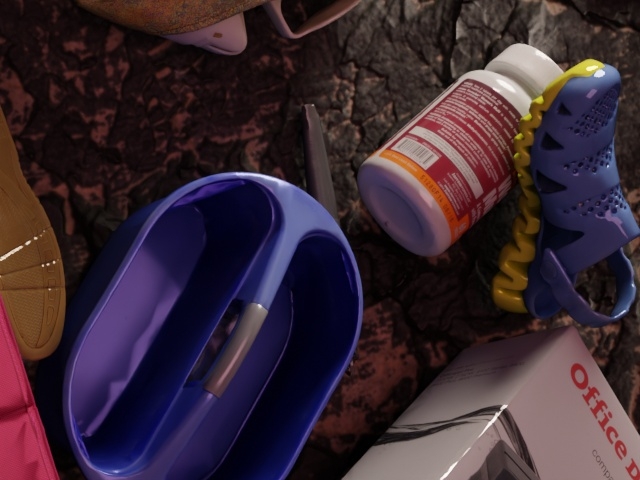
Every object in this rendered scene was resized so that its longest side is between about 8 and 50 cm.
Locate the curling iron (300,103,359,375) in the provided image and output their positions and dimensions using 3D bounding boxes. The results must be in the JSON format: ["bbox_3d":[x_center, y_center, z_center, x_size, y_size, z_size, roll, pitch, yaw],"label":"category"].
[{"bbox_3d":[0.000,0.000,1.906,0.035,0.068,0.274,-6,85,-25],"label":"curling iron"}]

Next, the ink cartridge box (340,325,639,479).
[{"bbox_3d":[0.161,0.308,1.841,0.395,0.166,0.285,-43,108,-41],"label":"ink cartridge box"}]

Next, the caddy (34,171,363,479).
[{"bbox_3d":[-0.109,0.100,1.778,0.241,0.179,0.341,35,73,-21],"label":"caddy"}]

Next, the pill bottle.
[{"bbox_3d":[0.151,-0.094,1.943,0.221,0.121,0.121,-41,105,-21],"label":"pill bottle"}]

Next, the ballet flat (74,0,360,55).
[{"bbox_3d":[-0.065,-0.241,1.858,0.348,0.123,0.123,-21,97,-25],"label":"ballet flat"}]

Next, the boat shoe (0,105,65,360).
[{"bbox_3d":[-0.312,-0.018,1.737,0.098,0.096,0.277,-11,83,-61],"label":"boat shoe"}]

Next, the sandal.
[{"bbox_3d":[0.263,-0.035,1.904,0.126,0.138,0.317,-33,140,-33],"label":"sandal"}]

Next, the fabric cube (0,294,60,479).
[{"bbox_3d":[-0.387,0.176,1.599,0.258,0.254,0.259,-20,96,-25],"label":"fabric cube"}]
